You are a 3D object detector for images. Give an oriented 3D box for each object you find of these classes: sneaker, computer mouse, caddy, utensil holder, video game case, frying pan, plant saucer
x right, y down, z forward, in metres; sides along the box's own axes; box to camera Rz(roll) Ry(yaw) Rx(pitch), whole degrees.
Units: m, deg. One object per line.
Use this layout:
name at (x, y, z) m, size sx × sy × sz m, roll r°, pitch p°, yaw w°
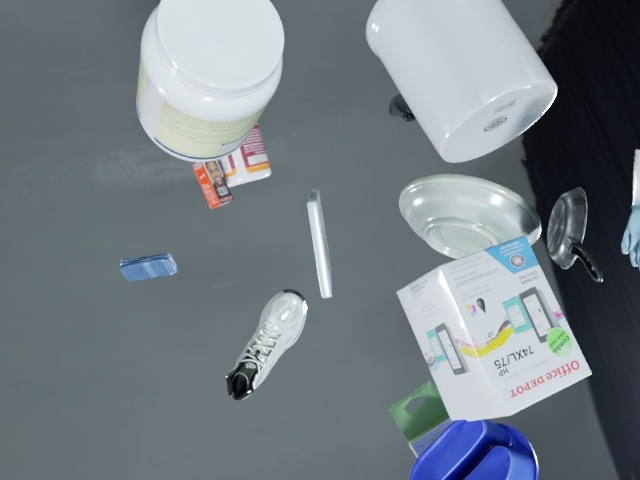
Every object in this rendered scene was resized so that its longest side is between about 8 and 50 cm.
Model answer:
sneaker at (-0.194, 0.398, 2.117) m, size 0.447 × 0.169 × 0.257 m, roll -60°, pitch -178°, yaw 14°
computer mouse at (0.306, -0.444, 1.901) m, size 0.188 × 0.072 × 0.272 m, roll -17°, pitch -161°, yaw -12°
caddy at (0.404, 0.628, 1.543) m, size 0.341 × 0.241 × 0.179 m, roll -48°, pitch 129°, yaw 7°
utensil holder at (0.339, -0.431, 1.438) m, size 0.327 × 0.385 × 0.327 m, roll -23°, pitch 162°, yaw -8°
video game case at (0.000, 0.000, 1.323) m, size 0.023 × 0.212 × 0.193 m, roll -8°, pitch -167°, yaw 3°
frying pan at (0.575, 0.017, 1.362) m, size 0.053 × 0.326 × 0.197 m, roll 10°, pitch 140°, yaw 6°
plant saucer at (0.405, -0.033, 1.656) m, size 0.400 × 0.100 × 0.400 m, roll 18°, pitch 157°, yaw 8°

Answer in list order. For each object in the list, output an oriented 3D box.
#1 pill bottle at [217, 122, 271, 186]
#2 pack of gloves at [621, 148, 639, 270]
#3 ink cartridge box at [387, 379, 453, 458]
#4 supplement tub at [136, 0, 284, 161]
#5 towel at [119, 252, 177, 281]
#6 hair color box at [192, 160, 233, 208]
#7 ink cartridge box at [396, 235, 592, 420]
pill bottle at (-0.321, -0.379, 1.978) m, size 0.224 × 0.392 × 0.224 m, roll -15°, pitch -173°, yaw 2°
pack of gloves at (0.607, -0.025, 1.000) m, size 0.046 × 0.232 × 0.195 m, roll -19°, pitch -153°, yaw -30°
ink cartridge box at (0.337, 0.569, 1.775) m, size 0.171 × 0.235 × 0.056 m, roll -33°, pitch 170°, yaw -5°
supplement tub at (-0.203, -0.295, 1.054) m, size 0.235 × 0.235 × 0.325 m, roll -3°, pitch 170°, yaw -20°
towel at (-0.399, 0.062, 1.367) m, size 0.119 × 0.029 × 0.067 m, roll -11°, pitch 140°, yaw 2°
hair color box at (-0.317, -0.171, 1.738) m, size 0.043 × 0.141 × 0.072 m, roll -21°, pitch -175°, yaw 30°
ink cartridge box at (0.310, 0.167, 1.088) m, size 0.198 × 0.270 × 0.197 m, roll -18°, pitch 167°, yaw -22°
